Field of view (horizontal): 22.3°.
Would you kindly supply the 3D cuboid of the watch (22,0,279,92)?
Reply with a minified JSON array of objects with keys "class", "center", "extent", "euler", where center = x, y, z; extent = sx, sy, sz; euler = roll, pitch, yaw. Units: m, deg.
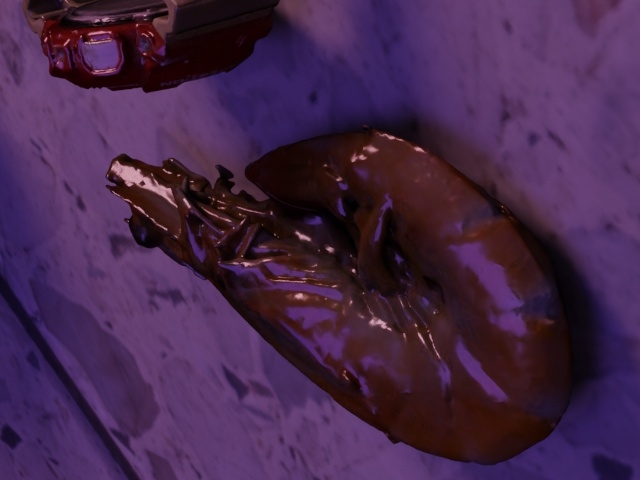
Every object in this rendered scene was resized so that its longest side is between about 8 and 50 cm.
[{"class":"watch","center":[-0.099,-0.199,0.723],"extent":[0.165,0.102,0.268],"euler":[-5,104,53]}]

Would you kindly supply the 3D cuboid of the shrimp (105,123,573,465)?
[{"class":"shrimp","center":[0.000,0.000,0.764],"extent":[0.287,0.063,0.152],"euler":[31,134,28]}]
